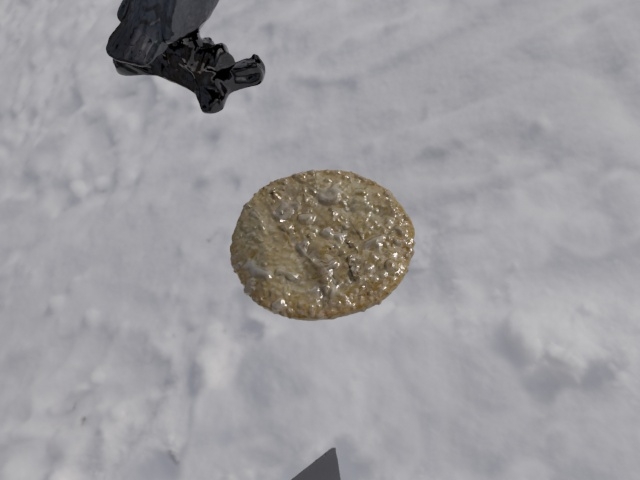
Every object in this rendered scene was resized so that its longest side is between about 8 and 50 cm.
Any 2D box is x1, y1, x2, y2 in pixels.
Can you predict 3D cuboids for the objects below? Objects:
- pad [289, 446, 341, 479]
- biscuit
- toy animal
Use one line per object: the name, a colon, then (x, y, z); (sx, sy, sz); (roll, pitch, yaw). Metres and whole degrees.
pad: (-0.004, 0.419, 0.773); (0.005, 0.202, 0.299); (-9, 89, 27)
biscuit: (0.000, 0.001, 0.778); (0.220, 0.033, 0.219); (-2, 56, 4)
toy animal: (-0.117, -0.205, 0.492); (0.121, 0.210, 0.117); (33, 48, 27)
